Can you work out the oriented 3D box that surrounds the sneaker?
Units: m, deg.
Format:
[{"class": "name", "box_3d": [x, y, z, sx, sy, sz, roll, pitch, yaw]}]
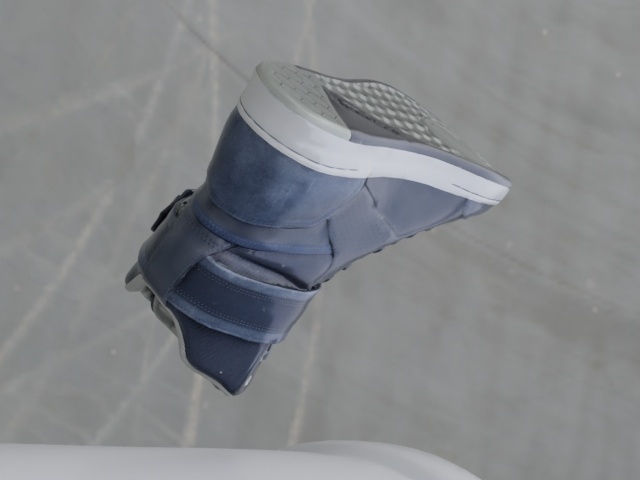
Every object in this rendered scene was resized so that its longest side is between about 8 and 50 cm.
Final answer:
[{"class": "sneaker", "box_3d": [-0.002, -0.001, 0.680, 0.226, 0.086, 0.163, 6, 122, -55]}]

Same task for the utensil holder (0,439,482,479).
[{"class": "utensil holder", "box_3d": [-0.111, 0.232, 0.492, 0.385, 0.328, 0.327, 13, 80, -46]}]
